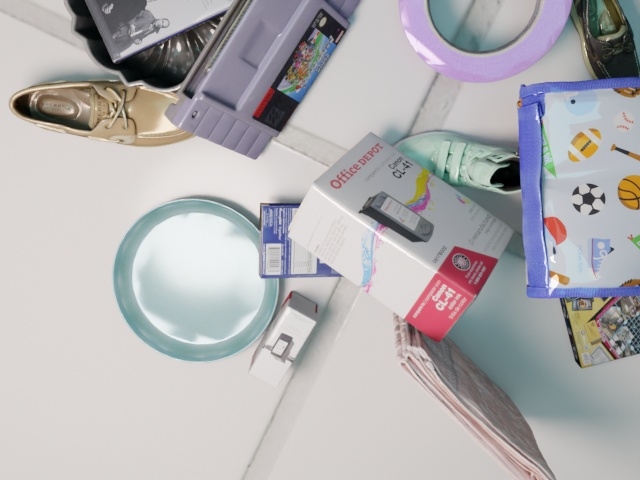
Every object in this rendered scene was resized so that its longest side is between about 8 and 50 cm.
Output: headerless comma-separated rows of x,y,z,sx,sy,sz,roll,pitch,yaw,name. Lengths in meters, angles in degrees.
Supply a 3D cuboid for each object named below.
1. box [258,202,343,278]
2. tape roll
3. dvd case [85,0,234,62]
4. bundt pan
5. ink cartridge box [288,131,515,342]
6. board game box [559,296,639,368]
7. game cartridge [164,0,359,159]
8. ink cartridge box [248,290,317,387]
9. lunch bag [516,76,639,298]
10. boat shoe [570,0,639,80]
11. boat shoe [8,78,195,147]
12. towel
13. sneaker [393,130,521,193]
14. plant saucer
0.000,0.000,1.268,0.225,0.036,0.136,0,100,-12,box
0.270,-0.405,1.145,0.275,0.090,0.274,3,108,11,tape roll
-0.263,-0.416,1.108,0.239,0.029,0.179,-22,98,7,dvd case
-0.259,-0.420,1.184,0.331,0.124,0.330,1,101,4,bundt pan
0.136,-0.013,1.139,0.306,0.226,0.131,36,133,8,ink cartridge box
0.526,0.098,1.267,0.165,0.042,0.243,-15,99,6,board game box
-0.082,-0.311,1.146,0.068,0.230,0.355,41,103,32,game cartridge
-0.069,0.183,1.286,0.063,0.109,0.150,29,101,-5,ink cartridge box
0.470,-0.081,1.075,0.386,0.239,0.327,-5,92,-24,lunch bag
0.488,-0.345,1.174,0.080,0.073,0.223,-26,97,8,boat shoe
-0.375,-0.226,1.232,0.341,0.110,0.121,1,100,4,boat shoe
0.248,0.248,1.167,0.317,0.332,0.053,45,100,-3,towel
0.246,-0.135,1.189,0.256,0.151,0.094,5,102,4,sneaker
-0.234,0.076,1.312,0.318,0.043,0.317,1,100,4,plant saucer
